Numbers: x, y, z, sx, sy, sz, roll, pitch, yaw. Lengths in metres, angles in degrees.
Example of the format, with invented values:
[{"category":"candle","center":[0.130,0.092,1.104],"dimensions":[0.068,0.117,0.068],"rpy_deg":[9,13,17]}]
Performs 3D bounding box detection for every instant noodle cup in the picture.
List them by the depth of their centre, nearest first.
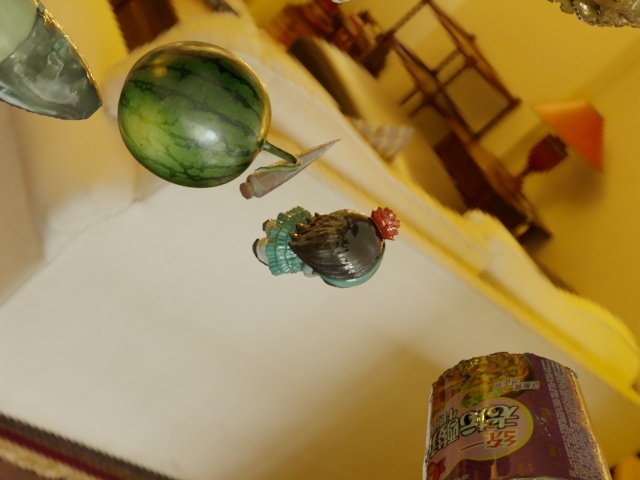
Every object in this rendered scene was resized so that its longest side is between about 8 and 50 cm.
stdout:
[{"category":"instant noodle cup","center":[0.293,0.347,1.839],"dimensions":[0.340,0.340,0.266],"rpy_deg":[37,36,-34]}]

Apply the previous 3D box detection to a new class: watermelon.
[{"category":"watermelon","center":[-0.104,-0.112,1.143],"dimensions":[0.187,0.140,0.140],"rpy_deg":[28,18,-2]}]

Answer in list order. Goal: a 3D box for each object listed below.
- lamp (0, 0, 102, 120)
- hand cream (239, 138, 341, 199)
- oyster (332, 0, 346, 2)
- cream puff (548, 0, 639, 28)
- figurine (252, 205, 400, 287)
[{"category":"lamp","center":[-0.288,-0.181,1.062],"dimensions":[0.250,0.101,0.101],"rpy_deg":[43,15,-47]},{"category":"hand cream","center":[-0.053,-0.125,2.043],"dimensions":[0.210,0.067,0.043],"rpy_deg":[-30,88,-33]},{"category":"oyster","center":[-0.012,-0.272,1.073],"dimensions":[0.106,0.061,0.200],"rpy_deg":[41,4,-18]},{"category":"cream puff","center":[0.274,-0.364,1.119],"dimensions":[0.343,0.231,0.327],"rpy_deg":[-82,166,-66]},{"category":"figurine","center":[0.000,0.000,1.790],"dimensions":[0.245,0.138,0.110],"rpy_deg":[6,-27,48]}]
